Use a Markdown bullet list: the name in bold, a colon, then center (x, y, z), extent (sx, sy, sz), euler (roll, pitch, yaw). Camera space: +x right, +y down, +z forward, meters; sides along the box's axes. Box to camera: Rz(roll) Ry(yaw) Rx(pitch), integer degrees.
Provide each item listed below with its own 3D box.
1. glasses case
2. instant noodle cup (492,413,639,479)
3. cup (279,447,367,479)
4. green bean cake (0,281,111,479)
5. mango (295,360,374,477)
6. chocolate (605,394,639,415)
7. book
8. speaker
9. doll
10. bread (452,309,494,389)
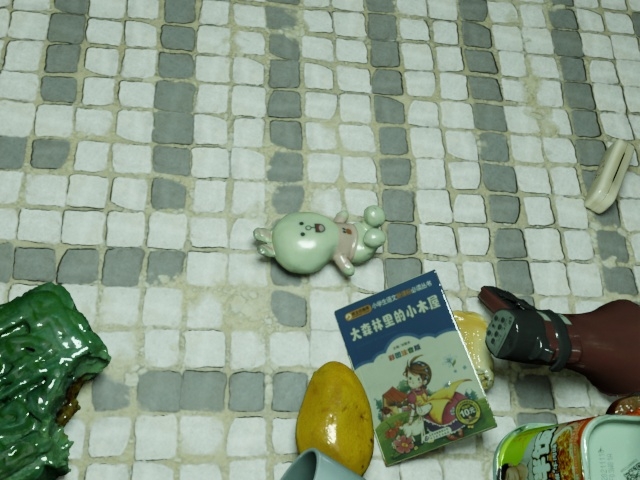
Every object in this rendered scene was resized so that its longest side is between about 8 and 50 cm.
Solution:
- **glasses case**: center (0.675, -0.151, 1.686), extent (0.050, 0.083, 0.196), euler (29, 63, 5)
- **instant noodle cup**: center (0.484, 0.432, 1.261), extent (0.294, 0.308, 0.293), euler (4, 65, -9)
- **cup**: center (0.063, 0.509, 1.190), extent (0.312, 0.205, 0.205), euler (33, 64, -8)
- **green bean cake**: center (-0.506, 0.263, 1.236), extent (0.308, 0.169, 0.300), euler (-31, 75, -23)
- **mango**: center (0.025, 0.334, 1.332), extent (0.147, 0.109, 0.227), euler (-2, 65, -9)
- **chocolate**: center (0.627, 0.360, 1.417), extent (0.133, 0.127, 0.124), euler (37, 50, 3)
- **book**: center (0.176, 0.242, 1.394), extent (0.228, 0.018, 0.322), euler (-24, 70, 11)
- **speaker**: center (0.461, 0.158, 1.410), extent (0.330, 0.198, 0.259), euler (15, 43, -23)
- **doll**: center (0.003, 0.006, 1.482), extent (0.275, 0.113, 0.154), euler (-8, 59, -6)
- **bread**: center (0.287, 0.227, 1.440), extent (0.119, 0.084, 0.177), euler (8, 65, 1)
